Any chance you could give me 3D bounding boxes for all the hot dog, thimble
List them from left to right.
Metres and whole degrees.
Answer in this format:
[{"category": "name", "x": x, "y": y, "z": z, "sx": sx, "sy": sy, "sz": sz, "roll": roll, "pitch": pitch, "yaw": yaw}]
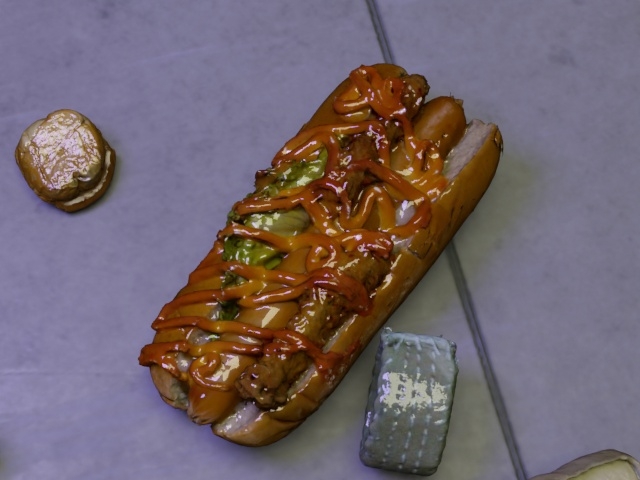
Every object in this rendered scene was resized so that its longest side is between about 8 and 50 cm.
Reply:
[{"category": "hot dog", "x": 0.000, "y": 0.000, "z": 1.180, "sx": 0.158, "sy": 0.117, "sz": 0.349, "roll": 33, "pitch": 71, "yaw": 20}, {"category": "thimble", "x": 0.068, "y": 0.124, "z": 1.156, "sx": 0.062, "sy": 0.084, "sz": 0.110, "roll": 10, "pitch": 91, "yaw": -3}]

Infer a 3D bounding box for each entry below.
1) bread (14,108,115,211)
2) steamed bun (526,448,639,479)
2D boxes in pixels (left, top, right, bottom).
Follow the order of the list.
[{"category": "bread", "x": -0.211, "y": -0.068, "z": 1.239, "sx": 0.083, "sy": 0.046, "sz": 0.081, "roll": 21, "pitch": 75, "yaw": 3}, {"category": "steamed bun", "x": 0.174, "y": 0.281, "z": 1.091, "sx": 0.231, "sy": 0.110, "sz": 0.212, "roll": -14, "pitch": 75, "yaw": -39}]
